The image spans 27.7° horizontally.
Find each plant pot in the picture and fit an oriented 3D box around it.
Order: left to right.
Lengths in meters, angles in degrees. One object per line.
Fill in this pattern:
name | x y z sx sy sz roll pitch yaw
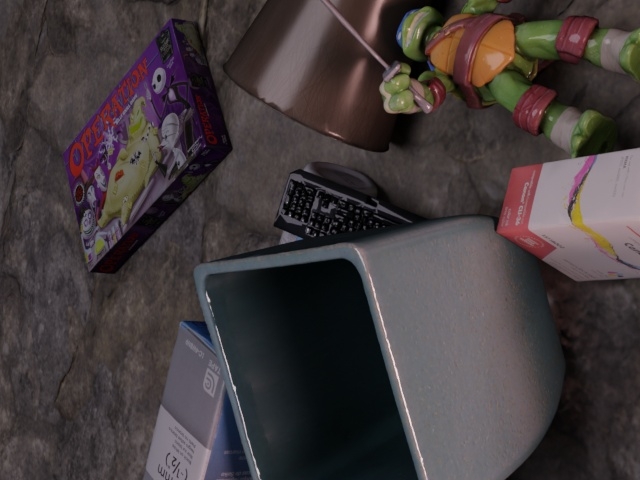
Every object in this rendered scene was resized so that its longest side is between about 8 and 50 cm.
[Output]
plant pot | 0.080 0.095 1.178 0.247 0.252 0.248 -9 100 52

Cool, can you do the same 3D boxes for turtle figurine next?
turtle figurine | 0.147 -0.187 1.149 0.266 0.198 0.275 28 143 34

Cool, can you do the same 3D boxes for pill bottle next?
pill bottle | 0.000 0.000 1.441 0.087 0.087 0.160 40 119 46

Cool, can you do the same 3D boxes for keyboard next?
keyboard | 0.038 0.003 1.357 0.192 0.038 0.100 22 110 17

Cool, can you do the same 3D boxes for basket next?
basket | 0.029 -0.240 1.367 0.204 0.154 0.227 30 109 13

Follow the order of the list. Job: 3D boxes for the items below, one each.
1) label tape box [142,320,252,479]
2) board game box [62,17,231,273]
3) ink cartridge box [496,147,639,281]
label tape box | -0.059 0.261 1.367 0.115 0.249 0.348 35 115 47
board game box | -0.251 -0.124 1.808 0.347 0.056 0.208 -42 52 43
ink cartridge box | 0.260 -0.019 1.075 0.198 0.115 0.067 -7 61 52
